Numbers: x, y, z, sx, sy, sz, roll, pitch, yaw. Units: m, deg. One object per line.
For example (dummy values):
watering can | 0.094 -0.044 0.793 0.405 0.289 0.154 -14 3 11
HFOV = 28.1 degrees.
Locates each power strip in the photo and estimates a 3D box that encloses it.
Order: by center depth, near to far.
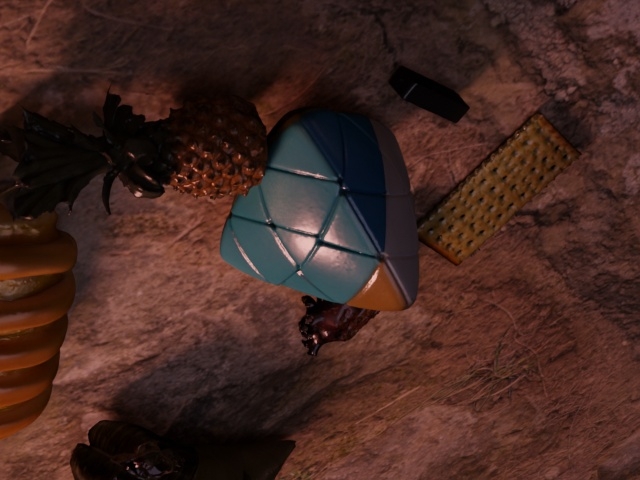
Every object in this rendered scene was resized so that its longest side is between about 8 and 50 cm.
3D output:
power strip | 0.128 -0.170 1.500 0.111 0.038 0.029 18 119 -45

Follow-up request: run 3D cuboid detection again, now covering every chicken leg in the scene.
chicken leg | 0.052 0.060 1.666 0.234 0.063 0.105 -45 146 8

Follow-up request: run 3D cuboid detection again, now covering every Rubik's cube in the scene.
Rubik's cube | 0.000 0.000 1.425 0.254 0.254 0.254 -21 140 -19

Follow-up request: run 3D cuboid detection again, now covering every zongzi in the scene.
zongzi | -0.168 0.291 1.716 0.317 0.154 0.289 -45 141 -31

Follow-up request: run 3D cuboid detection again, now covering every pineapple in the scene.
pineapple | -0.191 -0.081 1.286 0.277 0.119 0.130 -6 127 -32

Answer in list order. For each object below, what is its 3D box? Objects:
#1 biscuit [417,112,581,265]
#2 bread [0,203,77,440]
biscuit | 0.235 -0.064 1.709 0.231 0.016 0.139 -44 141 11
bread | -0.351 0.095 1.351 0.173 0.121 0.311 -6 132 -32
